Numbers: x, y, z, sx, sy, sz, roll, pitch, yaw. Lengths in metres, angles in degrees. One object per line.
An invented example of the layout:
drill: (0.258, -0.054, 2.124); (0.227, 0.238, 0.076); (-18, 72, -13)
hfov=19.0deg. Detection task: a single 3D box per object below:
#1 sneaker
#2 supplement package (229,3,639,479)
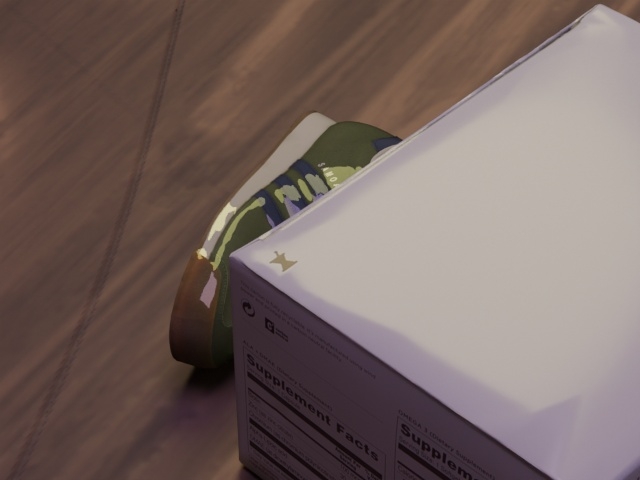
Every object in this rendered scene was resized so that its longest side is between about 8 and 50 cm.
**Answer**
sneaker: (0.000, 0.000, 0.991); (0.086, 0.064, 0.192); (12, 41, 20)
supplement package: (0.121, 0.041, 0.890); (0.204, 0.145, 0.262); (34, 54, 31)
